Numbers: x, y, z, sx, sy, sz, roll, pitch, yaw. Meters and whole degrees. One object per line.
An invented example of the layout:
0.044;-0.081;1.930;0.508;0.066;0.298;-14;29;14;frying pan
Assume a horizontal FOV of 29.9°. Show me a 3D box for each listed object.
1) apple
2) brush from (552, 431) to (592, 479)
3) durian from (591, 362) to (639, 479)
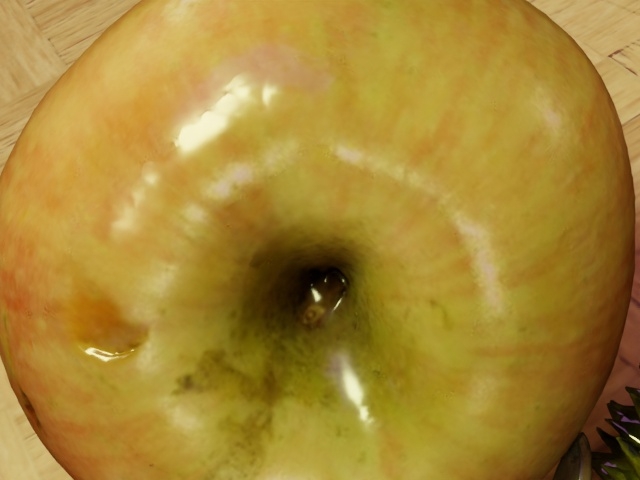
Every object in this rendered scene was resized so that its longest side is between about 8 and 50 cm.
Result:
0.000;0.000;0.752;0.391;0.391;0.346;-18;18;3;apple
0.131;0.205;0.692;0.070;0.021;0.196;-3;66;49;brush
0.270;0.152;0.719;0.198;0.163;0.394;33;62;-4;durian
